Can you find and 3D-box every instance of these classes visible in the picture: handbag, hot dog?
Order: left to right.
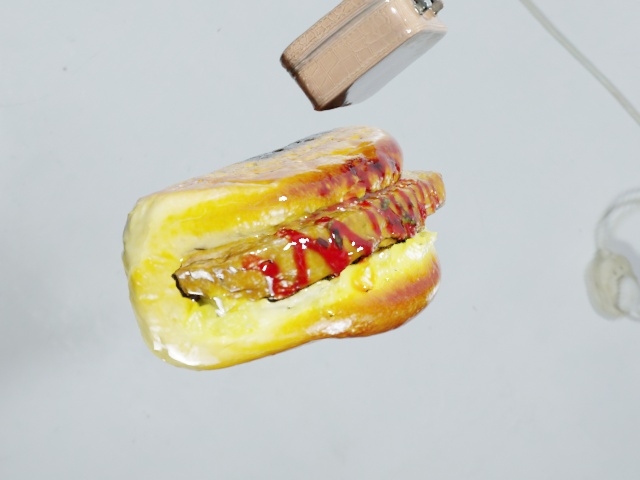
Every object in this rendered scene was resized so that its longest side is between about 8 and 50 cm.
[{"bbox_3d":[-0.001,-0.002,1.106,0.223,0.405,0.185,1,107,34],"label":"hot dog"},{"bbox_3d":[0.050,-0.197,1.059,0.151,0.193,0.072,-37,87,21],"label":"handbag"}]
